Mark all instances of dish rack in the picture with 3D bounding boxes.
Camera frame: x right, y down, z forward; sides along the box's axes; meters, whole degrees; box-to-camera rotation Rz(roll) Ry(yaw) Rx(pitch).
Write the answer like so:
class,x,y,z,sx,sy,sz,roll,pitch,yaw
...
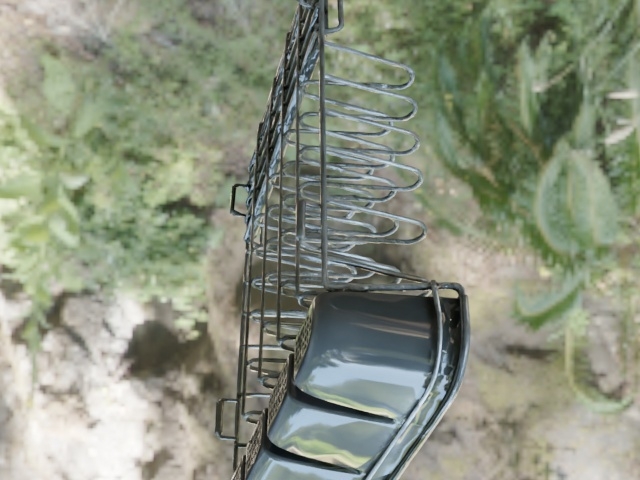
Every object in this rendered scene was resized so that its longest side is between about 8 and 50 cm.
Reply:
class,x,y,z,sx,sy,sz,roll,pitch,yaw
dish rack,0.000,0.000,0.611,0.074,0.271,0.208,9,142,-13
